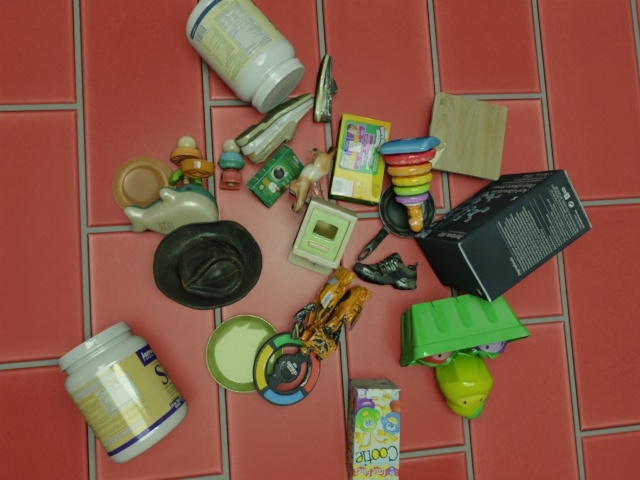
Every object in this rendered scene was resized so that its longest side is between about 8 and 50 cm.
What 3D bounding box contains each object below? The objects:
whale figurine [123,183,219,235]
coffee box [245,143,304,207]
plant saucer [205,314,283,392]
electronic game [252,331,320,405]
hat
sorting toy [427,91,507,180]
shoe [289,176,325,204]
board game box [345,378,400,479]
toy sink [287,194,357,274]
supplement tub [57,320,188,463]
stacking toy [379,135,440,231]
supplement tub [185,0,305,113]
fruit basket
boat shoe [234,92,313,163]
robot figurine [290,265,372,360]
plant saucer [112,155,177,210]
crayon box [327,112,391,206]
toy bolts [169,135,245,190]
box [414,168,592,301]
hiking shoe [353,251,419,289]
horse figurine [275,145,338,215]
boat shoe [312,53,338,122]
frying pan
[{"bbox_3d":[-0.450,-0.091,1.399,0.271,0.216,0.141,-5,46,0],"label":"whale figurine"},{"bbox_3d":[-0.142,-0.207,1.465,0.184,0.113,0.040,-49,50,-6],"label":"coffee box"},{"bbox_3d":[-0.240,0.357,1.445,0.240,0.037,0.241,0,87,-7],"label":"plant saucer"},{"bbox_3d":[-0.102,0.400,1.422,0.229,0.048,0.230,1,88,-28],"label":"electronic game"},{"bbox_3d":[-0.327,0.101,1.357,0.331,0.134,0.332,-7,115,-15],"label":"hat"},{"bbox_3d":[0.484,-0.344,1.554,0.255,0.089,0.257,10,84,-6],"label":"sorting toy"},{"bbox_3d":[-0.010,-0.147,1.495,0.177,0.063,0.081,32,86,0],"label":"shoe"},{"bbox_3d":[0.161,0.587,1.422,0.141,0.144,0.276,2,85,-6],"label":"board game box"},{"bbox_3d":[0.000,0.000,1.417,0.152,0.131,0.234,21,103,-5],"label":"toy sink"},{"bbox_3d":[-0.563,0.425,1.301,0.241,0.241,0.331,-33,90,-8],"label":"supplement tub"},{"bbox_3d":[0.294,-0.173,1.458,0.165,0.175,0.302,2,109,31],"label":"stacking toy"},{"bbox_3d":[-0.228,-0.585,1.415,0.235,0.235,0.325,-43,92,-8],"label":"supplement tub"},{"bbox_3d":[0.446,0.372,1.428,0.391,0.283,0.393,1,68,-3],"label":"fruit basket"},{"bbox_3d":[-0.134,-0.367,1.483,0.302,0.113,0.103,-39,118,-14],"label":"boat shoe"},{"bbox_3d":[0.033,0.238,1.424,0.211,0.085,0.291,46,71,-33],"label":"robot figurine"},{"bbox_3d":[-0.562,-0.172,1.446,0.199,0.037,0.200,1,85,-7],"label":"plant saucer"},{"bbox_3d":[0.128,-0.266,1.511,0.165,0.081,0.279,10,85,-6],"label":"crayon box"},{"bbox_3d":[-0.340,-0.259,1.409,0.228,0.218,0.159,4,79,-24],"label":"toy bolts"},{"bbox_3d":[0.552,-0.026,1.421,0.395,0.293,0.212,-34,101,-9],"label":"box"},{"bbox_3d":[0.217,0.092,1.504,0.226,0.086,0.114,16,75,-14],"label":"hiking shoe"},{"bbox_3d":[-0.033,-0.206,1.399,0.263,0.174,0.066,-48,119,-6],"label":"horse figurine"},{"bbox_3d":[0.022,-0.503,1.521,0.073,0.080,0.224,9,90,-11],"label":"boat shoe"},{"bbox_3d":[0.267,-0.048,1.527,0.197,0.053,0.326,23,85,-5],"label":"frying pan"}]
